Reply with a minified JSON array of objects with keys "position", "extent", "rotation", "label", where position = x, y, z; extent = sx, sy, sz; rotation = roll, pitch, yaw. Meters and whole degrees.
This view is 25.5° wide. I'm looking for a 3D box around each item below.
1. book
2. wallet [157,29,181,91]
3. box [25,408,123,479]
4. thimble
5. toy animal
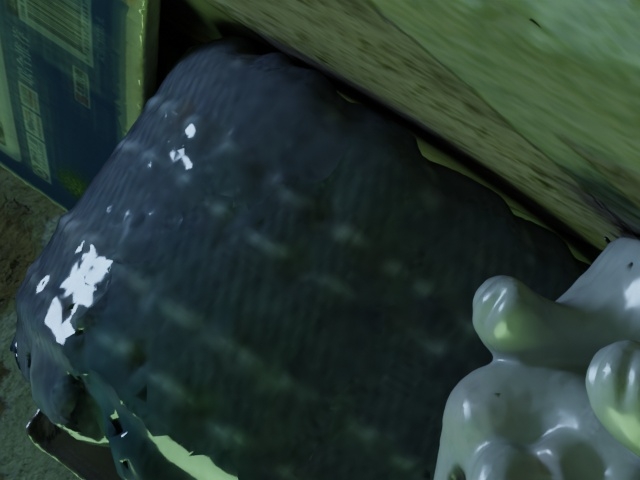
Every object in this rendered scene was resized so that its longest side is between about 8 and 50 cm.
[{"position":[-0.206,-0.133,0.652],"extent":[0.322,0.018,0.228],"rotation":[35,153,9],"label":"book"},{"position":[-0.157,-0.106,0.862],"extent":[0.252,0.083,0.360],"rotation":[33,174,9],"label":"wallet"},{"position":[0.033,0.104,0.817],"extent":[0.297,0.225,0.190],"rotation":[35,178,8],"label":"box"},{"position":[0.001,0.043,0.587],"extent":[0.236,0.172,0.205],"rotation":[34,180,-14],"label":"thimble"},{"position":[0.060,0.104,0.425],"extent":[0.103,0.221,0.131],"rotation":[38,-177,38],"label":"toy animal"}]
